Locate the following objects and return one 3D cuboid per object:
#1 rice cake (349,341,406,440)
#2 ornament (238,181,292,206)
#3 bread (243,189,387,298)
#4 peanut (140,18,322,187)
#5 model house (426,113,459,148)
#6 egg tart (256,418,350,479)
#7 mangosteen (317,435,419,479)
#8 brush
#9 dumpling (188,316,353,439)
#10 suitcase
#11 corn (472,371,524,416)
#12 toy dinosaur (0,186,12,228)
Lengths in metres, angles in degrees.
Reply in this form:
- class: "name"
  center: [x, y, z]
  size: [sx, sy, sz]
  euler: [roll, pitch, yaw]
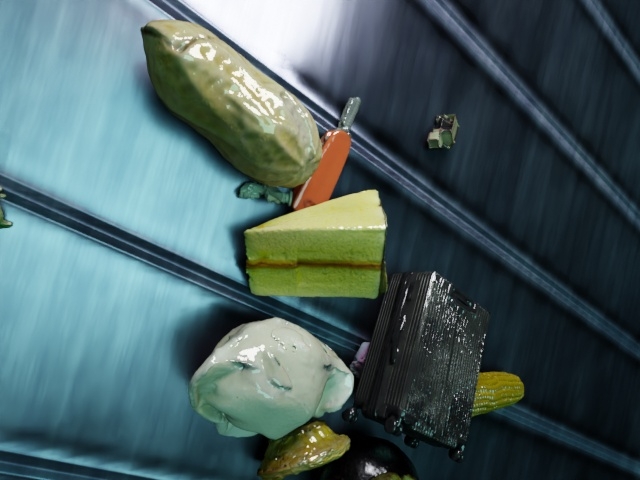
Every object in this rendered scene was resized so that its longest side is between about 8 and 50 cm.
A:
- class: "rice cake"
  center: [0.163, 0.355, 0.955]
  size: [0.081, 0.051, 0.290]
  euler: [-41, 112, -17]
- class: "ornament"
  center: [-0.097, -0.089, 0.770]
  size: [0.092, 0.068, 0.041]
  euler: [21, 118, 9]
- class: "bread"
  center: [-0.004, 0.001, 0.807]
  size: [0.263, 0.163, 0.168]
  euler: [1, 122, 0]
- class: "peanut"
  center: [-0.136, -0.211, 0.679]
  size: [0.339, 0.174, 0.158]
  euler: [36, 123, -22]
- class: "model house"
  center: [0.285, -0.242, 0.957]
  size: [0.058, 0.057, 0.083]
  euler: [53, 49, -49]
- class: "egg tart"
  center: [-0.038, 0.405, 0.807]
  size: [0.191, 0.191, 0.074]
  euler: [-12, 70, -26]
- class: "mangosteen"
  center: [0.099, 0.518, 0.838]
  size: [0.242, 0.243, 0.243]
  euler: [-3, 97, -27]
- class: "brush"
  center: [0.007, -0.143, 0.818]
  size: [0.070, 0.051, 0.324]
  euler: [26, 84, -25]
- class: "dumpling"
  center: [-0.106, 0.266, 0.765]
  size: [0.317, 0.187, 0.243]
  euler: [16, 121, -32]
- class: "suitcase"
  center: [0.215, 0.255, 0.882]
  size: [0.229, 0.152, 0.335]
  euler: [34, 63, -28]
- class: "corn"
  center: [0.406, 0.386, 1.057]
  size: [0.304, 0.106, 0.106]
  euler: [3, 94, -32]
- class: "toy dinosaur"
  center: [-0.498, -0.059, 0.584]
  size: [0.119, 0.029, 0.061]
  euler: [25, 100, -25]
